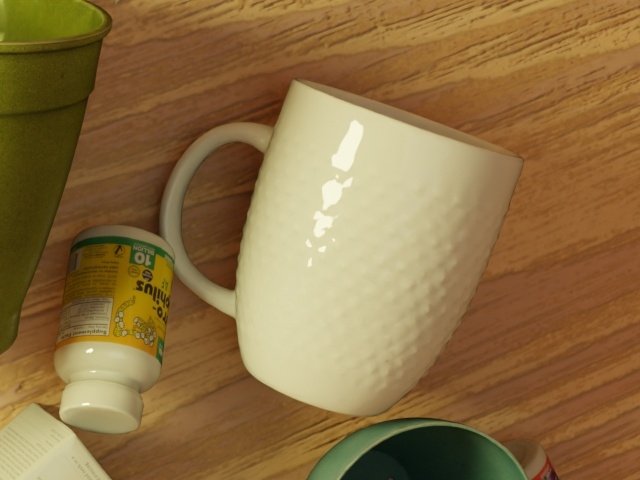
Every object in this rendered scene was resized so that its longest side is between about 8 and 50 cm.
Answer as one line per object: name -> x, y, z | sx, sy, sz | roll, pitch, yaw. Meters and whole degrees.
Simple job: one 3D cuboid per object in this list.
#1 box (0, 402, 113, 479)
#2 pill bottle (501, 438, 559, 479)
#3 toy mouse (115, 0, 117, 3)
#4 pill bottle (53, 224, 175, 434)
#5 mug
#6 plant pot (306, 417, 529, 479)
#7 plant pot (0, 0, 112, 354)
box -> -0.284, 0.295, 1.900 | 0.119, 0.182, 0.181 | -40, 110, -15
pill bottle -> 0.267, 0.354, 2.177 | 0.108, 0.108, 0.193 | -33, 109, -15
toy mouse -> -0.237, -0.331, 1.915 | 0.161, 0.031, 0.143 | -14, 102, -20
pill bottle -> -0.226, 0.098, 1.889 | 0.118, 0.117, 0.208 | 18, 61, -24
mug -> 0.000, 0.000, 1.955 | 0.374, 0.276, 0.328 | 20, 97, 6
plant pot -> 0.086, 0.336, 2.051 | 0.290, 0.195, 0.290 | -3, 98, -22
plant pot -> -0.409, -0.069, 1.736 | 0.367, 0.366, 0.352 | 1, 109, -23
